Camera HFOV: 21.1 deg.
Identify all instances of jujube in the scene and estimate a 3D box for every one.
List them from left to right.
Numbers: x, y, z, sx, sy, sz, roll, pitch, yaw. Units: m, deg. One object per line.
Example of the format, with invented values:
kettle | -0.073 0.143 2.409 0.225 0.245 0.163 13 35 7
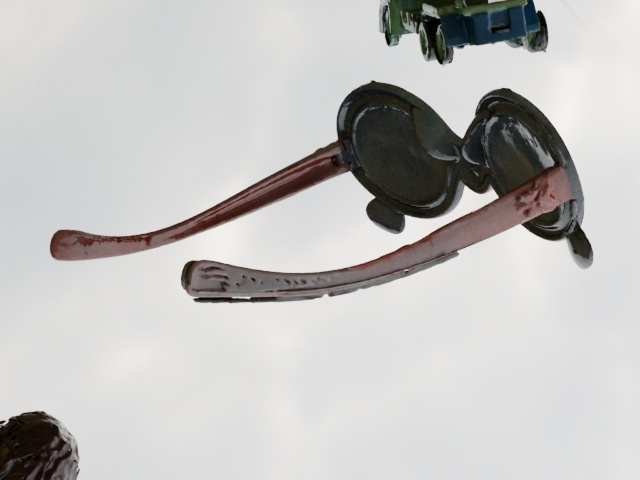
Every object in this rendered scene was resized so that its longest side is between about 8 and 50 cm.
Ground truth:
jujube | -0.295 0.235 1.604 0.166 0.104 0.104 -44 -147 -15

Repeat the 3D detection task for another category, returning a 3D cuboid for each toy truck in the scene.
toy truck | 0.074 -0.146 0.965 0.067 0.081 0.175 -10 -166 -8

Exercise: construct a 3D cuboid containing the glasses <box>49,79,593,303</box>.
glasses | 0.000 0.000 1.015 0.268 0.118 0.234 -27 -158 -27
